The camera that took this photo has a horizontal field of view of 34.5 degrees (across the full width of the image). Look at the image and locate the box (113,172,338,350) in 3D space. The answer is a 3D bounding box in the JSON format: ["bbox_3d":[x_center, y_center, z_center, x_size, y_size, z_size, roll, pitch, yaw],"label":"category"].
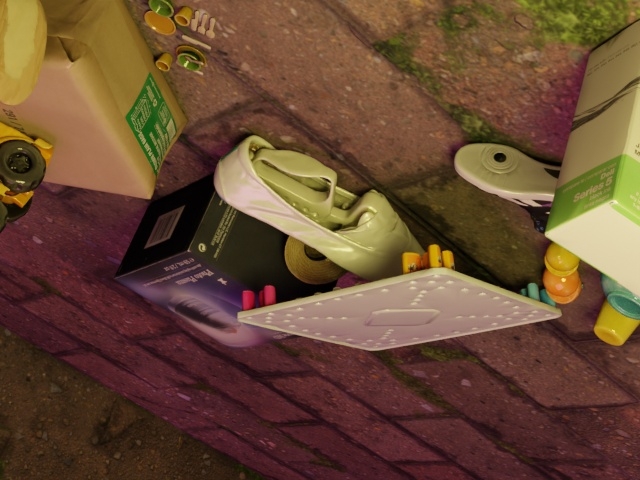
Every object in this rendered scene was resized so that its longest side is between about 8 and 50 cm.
[{"bbox_3d":[-0.166,0.050,1.895,0.294,0.182,0.296,34,151,-25],"label":"box"}]

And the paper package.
[{"bbox_3d":[-0.402,-0.234,1.560,0.310,0.168,0.324,11,150,21],"label":"paper package"}]

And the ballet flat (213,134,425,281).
[{"bbox_3d":[0.022,-0.047,1.656,0.400,0.139,0.139,26,153,-7],"label":"ballet flat"}]

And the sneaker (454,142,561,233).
[{"bbox_3d":[0.290,-0.061,1.461,0.217,0.079,0.121,16,151,9],"label":"sneaker"}]

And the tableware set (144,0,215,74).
[{"bbox_3d":[-0.208,-0.287,1.475,0.104,0.024,0.154,24,154,-4],"label":"tableware set"}]

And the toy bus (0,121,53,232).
[{"bbox_3d":[-0.532,-0.091,1.507,0.211,0.220,0.149,35,147,-11],"label":"toy bus"}]

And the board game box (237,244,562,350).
[{"bbox_3d":[0.131,0.104,1.674,0.390,0.050,0.390,-15,159,35],"label":"board game box"}]

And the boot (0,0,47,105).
[{"bbox_3d":[-0.478,-0.310,1.379,0.211,0.295,0.104,-7,175,32],"label":"boot"}]

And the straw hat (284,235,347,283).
[{"bbox_3d":[0.000,0.000,1.797,0.144,0.144,0.061,38,-170,-29],"label":"straw hat"}]

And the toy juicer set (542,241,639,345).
[{"bbox_3d":[0.450,0.045,1.546,0.209,0.089,0.329,36,161,1],"label":"toy juicer set"}]

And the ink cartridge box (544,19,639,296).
[{"bbox_3d":[0.382,-0.085,1.140,0.198,0.272,0.115,30,150,-16],"label":"ink cartridge box"}]
